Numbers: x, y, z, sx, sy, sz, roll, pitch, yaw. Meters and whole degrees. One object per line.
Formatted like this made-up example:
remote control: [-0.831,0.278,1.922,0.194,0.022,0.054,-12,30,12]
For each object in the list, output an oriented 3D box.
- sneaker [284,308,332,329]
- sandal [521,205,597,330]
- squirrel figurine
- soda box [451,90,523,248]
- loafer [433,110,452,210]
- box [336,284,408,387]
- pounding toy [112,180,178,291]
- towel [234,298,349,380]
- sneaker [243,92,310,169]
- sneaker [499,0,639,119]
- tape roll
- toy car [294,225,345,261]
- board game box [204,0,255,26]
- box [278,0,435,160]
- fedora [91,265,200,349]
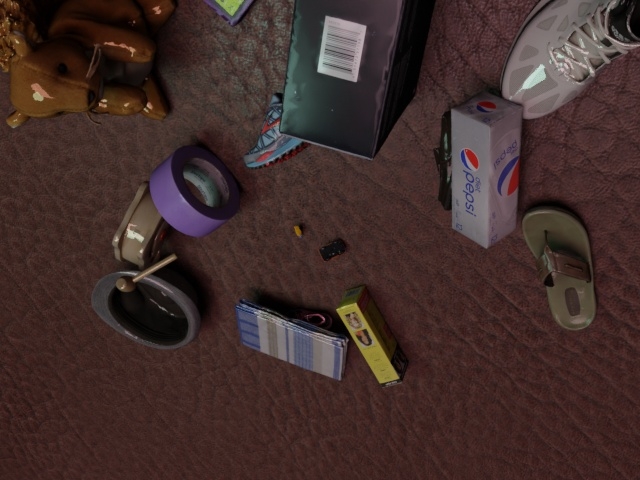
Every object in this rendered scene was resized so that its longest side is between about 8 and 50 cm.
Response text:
sneaker: [-0.034,0.186,1.901,0.119,0.057,0.047,2,82,16]
sandal: [0.491,0.063,1.606,0.120,0.086,0.302,-13,113,28]
squirrel figurine: [-0.523,-0.363,1.581,0.397,0.370,0.281,25,125,7]
soda box: [0.313,-0.129,1.511,0.098,0.091,0.286,35,146,40]
loafer: [0.265,-0.163,1.580,0.078,0.080,0.220,37,135,39]
box: [0.123,0.222,1.851,0.058,0.087,0.232,-21,109,28]
pounding toy: [-0.376,0.003,1.842,0.155,0.154,0.269,25,82,6]
towel: [-0.069,0.243,1.938,0.285,0.034,0.209,18,146,13]
sneaker: [-0.069,-0.244,1.658,0.262,0.104,0.125,-31,87,29]
sneaker: [0.437,-0.341,1.283,0.169,0.257,0.447,38,126,-3]
tape roll: [-0.273,-0.108,1.747,0.080,0.189,0.189,-33,104,33]
toy car: [0.000,0.000,1.808,0.122,0.060,0.040,45,171,12]
board game box: [-0.142,-0.597,1.492,0.208,0.056,0.347,40,125,-9]
box: [0.079,-0.368,1.376,0.179,0.312,0.343,18,123,12]
fedora: [-0.415,0.145,1.993,0.275,0.124,0.243,26,128,-5]
